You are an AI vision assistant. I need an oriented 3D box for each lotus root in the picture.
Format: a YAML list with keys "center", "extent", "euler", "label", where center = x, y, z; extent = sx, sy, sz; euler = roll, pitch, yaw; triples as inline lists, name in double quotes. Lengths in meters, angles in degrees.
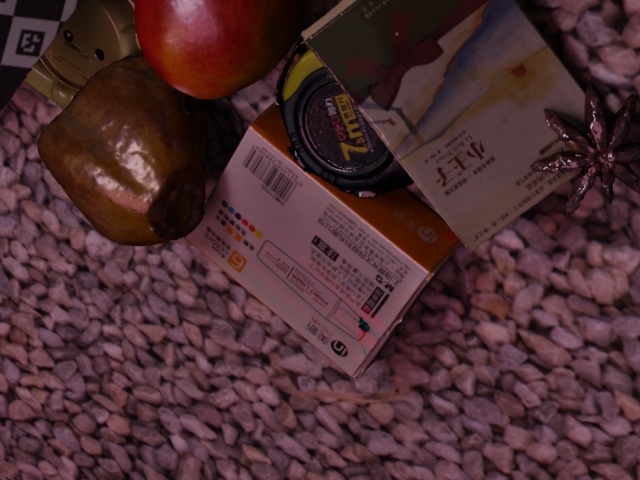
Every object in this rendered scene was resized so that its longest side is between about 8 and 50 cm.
- center: [-0.191, -0.087, 2.043]
  extent: [0.180, 0.199, 0.188]
  euler: [40, 176, 42]
  label: "lotus root"

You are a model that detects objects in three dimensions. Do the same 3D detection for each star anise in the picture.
- center: [0.279, -0.090, 1.799]
  extent: [0.141, 0.042, 0.141]
  euler: [0, 102, 1]
  label: "star anise"

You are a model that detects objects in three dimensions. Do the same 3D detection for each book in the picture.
- center: [0.142, -0.155, 1.816]
  extent: [0.201, 0.026, 0.289]
  euler: [-37, 103, 12]
  label: "book"

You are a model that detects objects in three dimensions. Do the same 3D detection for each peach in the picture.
- center: [-0.115, -0.254, 1.907]
  extent: [0.190, 0.190, 0.192]
  euler: [-31, 87, 43]
  label: "peach"

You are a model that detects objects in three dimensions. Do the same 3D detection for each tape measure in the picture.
- center: [0.050, -0.149, 1.915]
  extent: [0.186, 0.112, 0.199]
  euler: [-13, 104, 32]
  label: "tape measure"

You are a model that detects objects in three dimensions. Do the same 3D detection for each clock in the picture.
- center: [-0.267, -0.254, 2.091]
  extent: [0.170, 0.069, 0.232]
  euler: [34, 132, 13]
  label: "clock"

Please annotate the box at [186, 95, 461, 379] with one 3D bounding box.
- center: [0.000, 0.000, 2.054]
  extent: [0.274, 0.091, 0.221]
  euler: [41, 134, 6]
  label: "box"

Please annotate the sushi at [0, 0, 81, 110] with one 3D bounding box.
- center: [-0.370, -0.312, 2.023]
  extent: [0.292, 0.294, 0.059]
  euler: [37, 176, 22]
  label: "sushi"
